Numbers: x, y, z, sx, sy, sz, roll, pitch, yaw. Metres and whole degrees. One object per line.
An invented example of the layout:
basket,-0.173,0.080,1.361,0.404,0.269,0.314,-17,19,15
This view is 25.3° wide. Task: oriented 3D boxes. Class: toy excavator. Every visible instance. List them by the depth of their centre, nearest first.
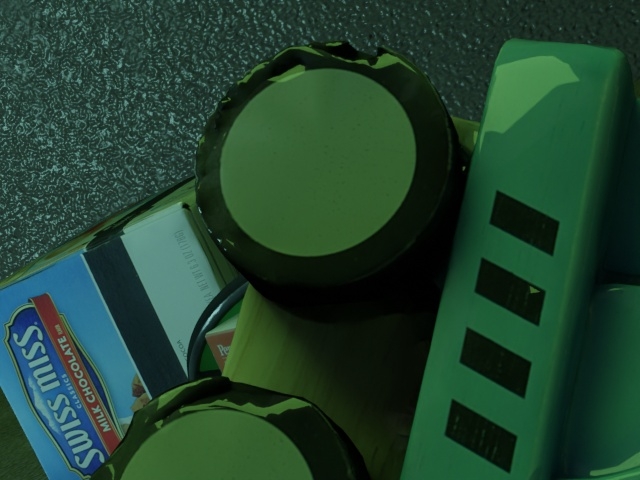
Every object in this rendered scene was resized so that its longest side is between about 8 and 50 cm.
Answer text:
toy excavator,0.185,0.026,0.596,0.445,0.433,0.222,10,-18,17

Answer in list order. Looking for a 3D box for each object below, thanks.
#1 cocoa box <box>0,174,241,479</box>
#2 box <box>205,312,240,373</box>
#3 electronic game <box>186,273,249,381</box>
cocoa box,-0.122,0.074,1.319,0.228,0.231,0.347,-23,8,17
box,0.029,0.106,0.881,0.091,0.170,0.130,-31,10,-40
electronic game,0.018,0.079,1.024,0.229,0.229,0.048,-23,45,9
